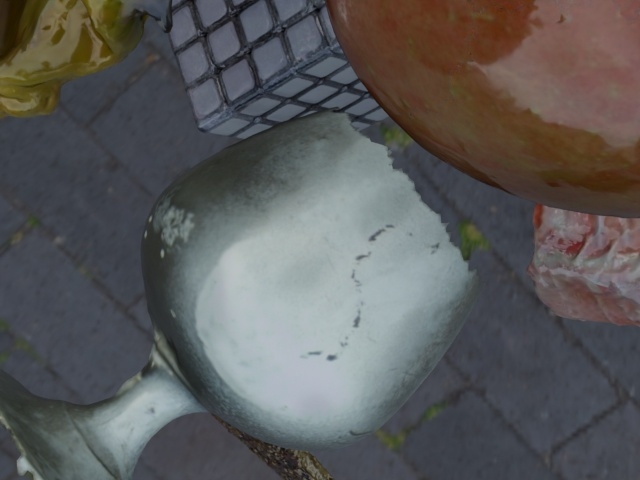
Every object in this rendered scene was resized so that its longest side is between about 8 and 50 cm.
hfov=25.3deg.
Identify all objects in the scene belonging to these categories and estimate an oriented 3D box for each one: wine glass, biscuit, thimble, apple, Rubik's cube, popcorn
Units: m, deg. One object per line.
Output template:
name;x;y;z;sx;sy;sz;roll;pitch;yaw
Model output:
wine glass;-0.056;0.070;0.995;0.323;0.238;0.238;-37;102;-1
biscuit;-0.060;0.179;1.369;0.237;0.131;0.026;41;71;9
thimble;0.342;-0.021;1.604;0.162;0.239;0.239;10;116;31
apple;0.092;-0.099;0.480;0.181;0.168;0.181;-8;106;-29
Rubik's cube;-0.012;-0.249;1.523;0.238;0.237;0.237;-27;73;32
popcorn;-0.223;-0.225;1.068;0.281;0.316;0.297;27;121;21
